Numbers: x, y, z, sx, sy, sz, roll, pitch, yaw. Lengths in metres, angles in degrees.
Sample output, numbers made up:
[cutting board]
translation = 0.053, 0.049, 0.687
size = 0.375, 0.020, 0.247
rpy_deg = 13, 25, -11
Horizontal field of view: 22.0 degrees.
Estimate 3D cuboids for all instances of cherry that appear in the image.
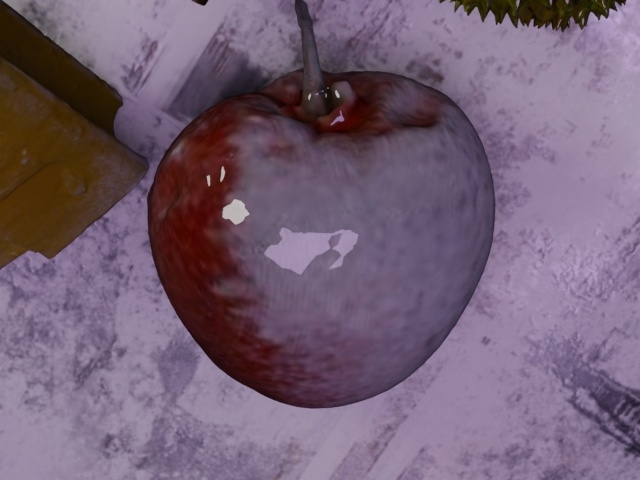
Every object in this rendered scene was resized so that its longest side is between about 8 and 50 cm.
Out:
[cherry]
translation = 0.013, -0.004, 1.545
size = 0.326, 0.291, 0.335
rpy_deg = -32, 126, 0

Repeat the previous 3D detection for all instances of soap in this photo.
[soap]
translation = -0.330, -0.081, 1.500
size = 0.259, 0.281, 0.143
rpy_deg = -35, 64, 11

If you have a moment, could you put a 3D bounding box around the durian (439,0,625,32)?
[durian]
translation = 0.201, -0.319, 1.450
size = 0.291, 0.225, 0.291
rpy_deg = -1, 104, -3

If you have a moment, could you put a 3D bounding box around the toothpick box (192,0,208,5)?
[toothpick box]
translation = -0.096, -0.397, 1.443
size = 0.190, 0.187, 0.308
rpy_deg = 32, 103, -12
